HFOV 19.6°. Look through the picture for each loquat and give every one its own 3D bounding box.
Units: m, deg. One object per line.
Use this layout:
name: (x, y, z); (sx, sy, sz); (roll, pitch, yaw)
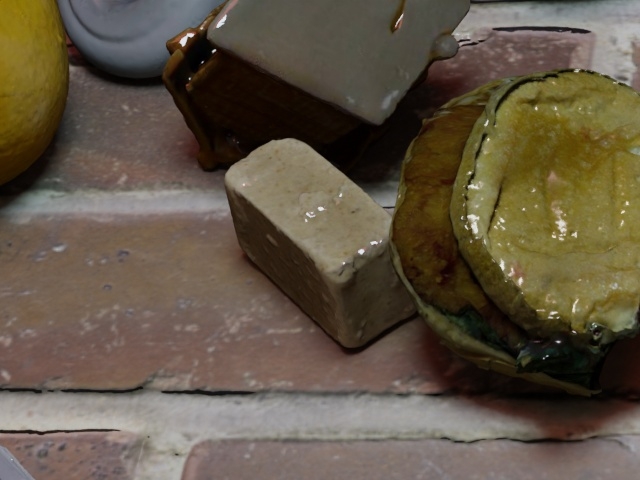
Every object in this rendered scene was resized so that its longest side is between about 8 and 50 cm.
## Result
loquat: (-0.363, -0.171, 1.746); (0.274, 0.275, 0.275); (-7, 45, 7)

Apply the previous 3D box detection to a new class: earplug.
earplug: (-0.131, -0.307, 1.894); (0.214, 0.175, 0.325); (29, 68, 30)

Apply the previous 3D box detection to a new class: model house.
model house: (-0.016, -0.168, 1.702); (0.199, 0.219, 0.229); (-60, 15, -26)

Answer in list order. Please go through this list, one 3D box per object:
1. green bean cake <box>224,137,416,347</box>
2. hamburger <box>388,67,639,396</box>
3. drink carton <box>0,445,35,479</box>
green bean cake: (0.000, 0.000, 1.583); (0.085, 0.109, 0.179); (-33, 47, -17)
hamburger: (0.163, -0.020, 1.491); (0.211, 0.132, 0.309); (21, 55, -3)
drink carton: (-0.299, 0.266, 1.381); (0.222, 0.134, 0.102); (-36, 51, -20)
